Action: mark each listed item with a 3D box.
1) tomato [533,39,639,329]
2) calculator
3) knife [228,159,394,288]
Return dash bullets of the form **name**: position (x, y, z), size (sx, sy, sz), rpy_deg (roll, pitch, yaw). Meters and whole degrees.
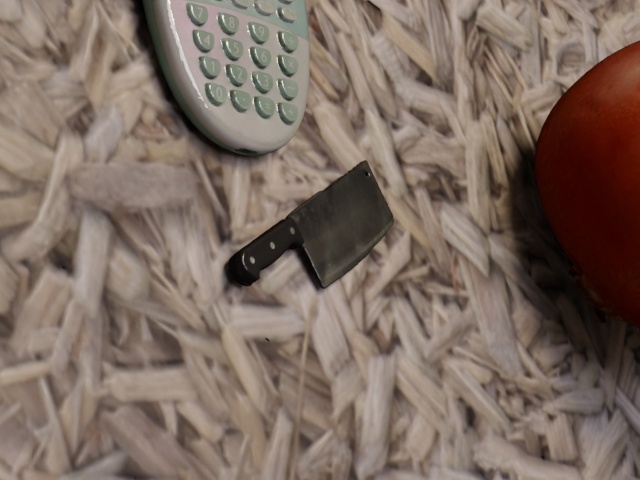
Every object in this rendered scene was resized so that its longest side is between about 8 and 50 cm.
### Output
- **tomato**: position (0.371, -0.056, 1.861), size (0.321, 0.321, 0.321), rpy_deg (28, 51, -40)
- **calculator**: position (-0.081, -0.210, 1.610), size (0.184, 0.042, 0.295), rpy_deg (12, 65, -48)
- **knife**: position (0.000, 0.000, 1.613), size (0.245, 0.019, 0.072), rpy_deg (-35, 100, -55)
